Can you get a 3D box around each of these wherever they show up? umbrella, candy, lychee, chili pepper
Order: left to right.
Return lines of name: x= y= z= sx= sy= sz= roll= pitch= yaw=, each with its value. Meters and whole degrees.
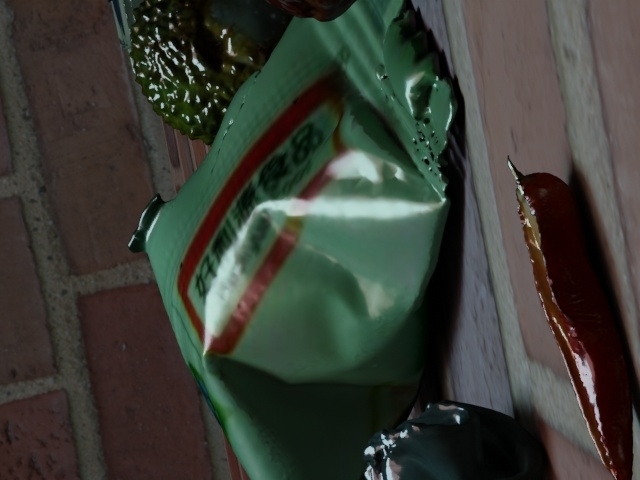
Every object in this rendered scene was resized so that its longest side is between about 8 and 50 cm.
lychee: x=-0.066 y=-0.143 z=1.512 sx=0.171 sy=0.171 sz=0.171 roll=169 pitch=90 yaw=-82
candy: x=0.006 y=0.000 z=1.326 sx=0.263 sy=0.172 sz=0.398 roll=56 pitch=138 yaw=44
umbrella: x=0.100 y=0.263 z=1.129 sx=0.143 sy=0.094 sz=0.348 roll=133 pitch=123 yaw=-74
chili pepper: x=0.120 y=0.038 z=0.914 sx=0.045 sy=0.027 sz=0.178 roll=88 pitch=169 yaw=-68

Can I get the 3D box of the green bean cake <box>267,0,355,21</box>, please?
green bean cake: x=-0.061 y=-0.225 z=1.129 sx=0.233 sy=0.097 sz=0.198 roll=40 pitch=178 yaw=1

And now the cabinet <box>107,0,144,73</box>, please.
cabinet: x=-0.115 y=-0.254 z=1.690 sx=0.145 sy=0.150 sz=0.206 roll=-160 pitch=58 yaw=-80
